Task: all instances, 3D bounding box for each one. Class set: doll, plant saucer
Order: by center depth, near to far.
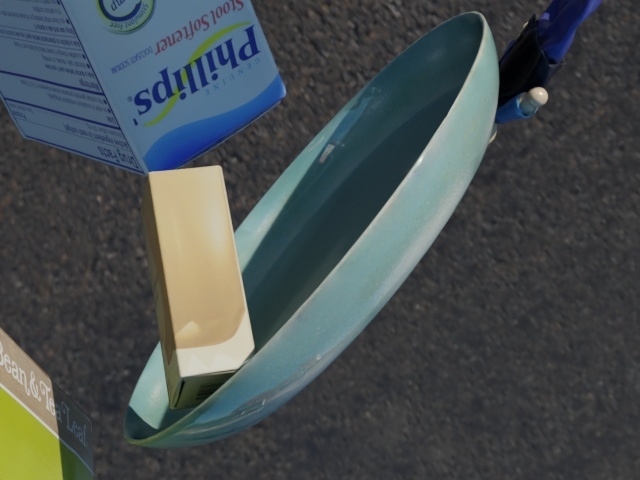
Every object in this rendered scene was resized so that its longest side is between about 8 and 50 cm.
[{"bbox_3d":[0.000,0.000,0.730,0.044,0.317,0.317,39,106,-12],"label":"plant saucer"},{"bbox_3d":[0.163,-0.143,0.943,0.046,0.129,0.189,29,118,-12],"label":"doll"}]

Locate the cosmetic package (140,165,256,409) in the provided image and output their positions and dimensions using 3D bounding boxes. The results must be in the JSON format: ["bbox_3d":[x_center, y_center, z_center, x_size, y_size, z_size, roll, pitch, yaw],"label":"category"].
[{"bbox_3d":[-0.066,0.025,0.653,0.041,0.115,0.060,-6,156,-15],"label":"cosmetic package"}]

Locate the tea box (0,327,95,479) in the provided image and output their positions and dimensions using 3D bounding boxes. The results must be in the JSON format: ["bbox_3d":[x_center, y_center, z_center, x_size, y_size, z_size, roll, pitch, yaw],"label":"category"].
[{"bbox_3d":[-0.246,0.203,0.596,0.220,0.323,0.329,-9,154,3],"label":"tea box"}]

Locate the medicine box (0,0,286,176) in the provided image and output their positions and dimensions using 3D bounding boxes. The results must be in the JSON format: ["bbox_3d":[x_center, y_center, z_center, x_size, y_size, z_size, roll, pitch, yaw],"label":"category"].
[{"bbox_3d":[-0.200,-0.222,1.038,0.149,0.263,0.289,-36,120,-24],"label":"medicine box"}]
